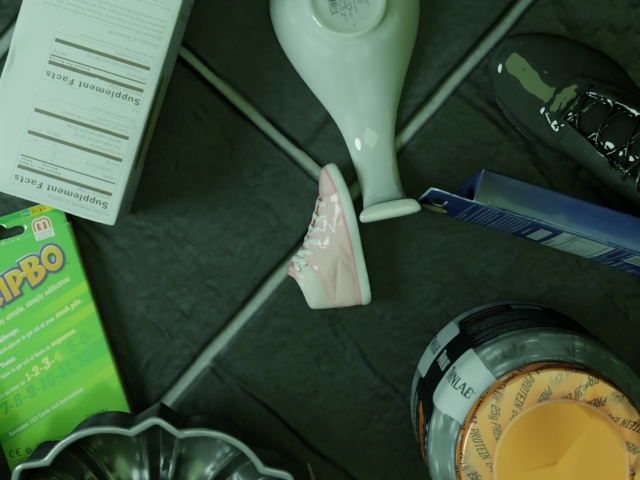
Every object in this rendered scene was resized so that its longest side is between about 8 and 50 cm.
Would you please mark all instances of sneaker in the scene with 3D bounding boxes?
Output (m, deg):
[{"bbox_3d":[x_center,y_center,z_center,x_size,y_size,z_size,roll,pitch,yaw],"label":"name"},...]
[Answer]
[{"bbox_3d":[0.000,0.000,1.747,0.070,0.051,0.134,-12,99,-5],"label":"sneaker"},{"bbox_3d":[0.276,-0.090,1.708,0.286,0.130,0.109,35,95,-2],"label":"sneaker"}]

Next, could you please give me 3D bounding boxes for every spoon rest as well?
[{"bbox_3d":[0.034,-0.148,1.734,0.137,0.084,0.276,-10,81,-2],"label":"spoon rest"}]

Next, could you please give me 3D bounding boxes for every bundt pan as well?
[{"bbox_3d":[-0.148,0.292,1.711,0.331,0.124,0.331,-1,106,-2],"label":"bundt pan"}]

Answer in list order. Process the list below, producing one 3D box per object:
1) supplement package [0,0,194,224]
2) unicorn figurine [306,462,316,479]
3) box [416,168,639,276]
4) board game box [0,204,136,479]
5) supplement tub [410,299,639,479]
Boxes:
[{"bbox_3d":[-0.203,-0.150,1.688,0.134,0.139,0.244,17,95,-2],"label":"supplement package"},{"bbox_3d":[0.032,0.296,1.765,0.111,0.060,0.162,8,94,-2],"label":"unicorn figurine"},{"bbox_3d":[0.201,-0.020,1.705,0.225,0.136,0.036,16,84,-3],"label":"box"},{"bbox_3d":[-0.255,0.101,1.758,0.124,0.039,0.259,-18,97,0],"label":"board game box"},{"bbox_3d":[0.180,0.160,1.630,0.193,0.316,0.193,0,94,-1],"label":"supplement tub"}]
